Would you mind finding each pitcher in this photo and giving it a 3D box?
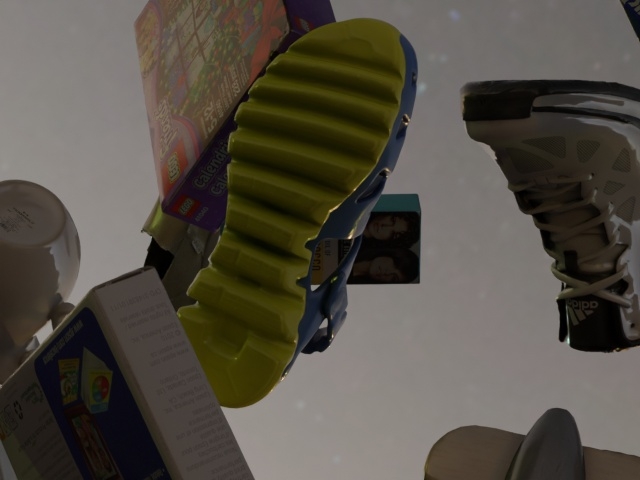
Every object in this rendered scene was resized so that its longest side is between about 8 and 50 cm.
[{"bbox_3d":[-0.274,0.057,1.774,0.178,0.125,0.207,35,-43,13],"label":"pitcher"}]

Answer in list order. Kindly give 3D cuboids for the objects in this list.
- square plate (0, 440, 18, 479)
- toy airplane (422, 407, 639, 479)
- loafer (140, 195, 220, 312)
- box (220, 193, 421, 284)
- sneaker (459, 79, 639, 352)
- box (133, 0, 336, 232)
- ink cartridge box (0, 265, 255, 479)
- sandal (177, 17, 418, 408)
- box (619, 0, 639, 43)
[{"bbox_3d":[-0.466,0.235,2.003,0.049,0.344,0.347,3,-74,51],"label":"square plate"},{"bbox_3d":[0.324,0.246,1.463,0.384,0.386,0.272,62,-3,13],"label":"toy airplane"},{"bbox_3d":[-0.182,-0.024,2.479,0.102,0.092,0.268,32,-59,54],"label":"loafer"},{"bbox_3d":[0.000,0.000,2.327,0.244,0.060,0.100,-1,-67,-1],"label":"box"},{"bbox_3d":[0.287,-0.016,1.992,0.169,0.257,0.447,2,-8,37],"label":"sneaker"},{"bbox_3d":[-0.077,-0.173,1.626,0.057,0.293,0.201,22,-60,-26],"label":"box"},{"bbox_3d":[-0.127,0.207,1.384,0.307,0.072,0.303,63,-31,8],"label":"ink cartridge box"},{"bbox_3d":[-0.010,-0.024,1.486,0.126,0.317,0.138,29,11,23],"label":"sandal"},{"bbox_3d":[0.303,-0.223,1.695,0.059,0.169,0.054,9,-44,-31],"label":"box"}]
